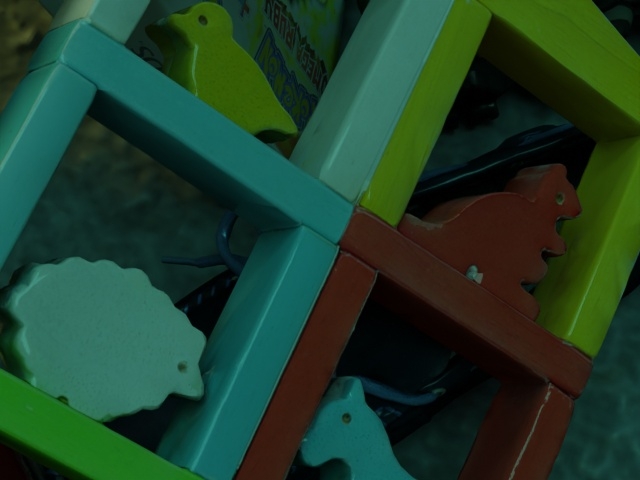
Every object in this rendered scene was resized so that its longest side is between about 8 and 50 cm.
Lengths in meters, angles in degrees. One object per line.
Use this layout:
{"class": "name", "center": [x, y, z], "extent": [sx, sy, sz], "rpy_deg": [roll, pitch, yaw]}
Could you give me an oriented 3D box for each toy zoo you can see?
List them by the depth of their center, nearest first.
{"class": "toy zoo", "center": [0.000, 0.000, 0.445], "extent": [0.192, 0.030, 0.293], "rpy_deg": [34, 71, -23]}

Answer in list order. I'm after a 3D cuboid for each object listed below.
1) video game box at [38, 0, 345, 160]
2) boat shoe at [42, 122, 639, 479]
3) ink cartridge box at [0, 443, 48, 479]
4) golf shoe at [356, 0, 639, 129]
{"class": "video game box", "center": [-0.042, -0.138, 0.545], "extent": [0.048, 0.205, 0.187], "rpy_deg": [1, 66, 22]}
{"class": "boat shoe", "center": [0.014, 0.015, 0.542], "extent": [0.258, 0.089, 0.109], "rpy_deg": [-34, 72, -15]}
{"class": "ink cartridge box", "center": [-0.251, 0.083, 0.453], "extent": [0.309, 0.130, 0.272], "rpy_deg": [-30, 59, -15]}
{"class": "golf shoe", "center": [0.145, -0.131, 0.605], "extent": [0.273, 0.105, 0.120], "rpy_deg": [-9, 64, -6]}
